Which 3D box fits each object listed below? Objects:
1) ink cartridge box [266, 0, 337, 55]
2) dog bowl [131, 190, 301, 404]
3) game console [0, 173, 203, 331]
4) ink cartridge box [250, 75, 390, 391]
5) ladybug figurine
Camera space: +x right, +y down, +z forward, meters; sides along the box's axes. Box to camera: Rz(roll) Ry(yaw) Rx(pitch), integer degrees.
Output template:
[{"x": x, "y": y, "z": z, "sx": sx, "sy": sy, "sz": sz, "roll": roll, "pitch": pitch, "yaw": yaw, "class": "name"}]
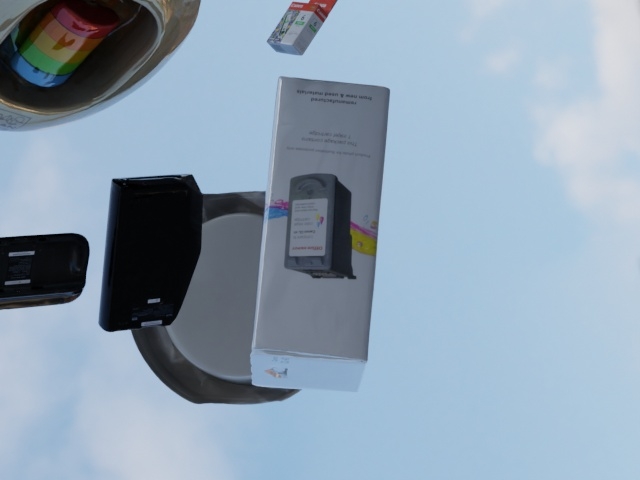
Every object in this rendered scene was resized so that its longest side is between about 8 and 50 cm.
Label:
[{"x": -0.025, "y": -0.328, "z": 2.392, "sx": 0.029, "sy": 0.063, "sz": 0.115, "roll": 43, "pitch": -108, "yaw": -39, "class": "ink cartridge box"}, {"x": -0.114, "y": 0.086, "z": 2.460, "sx": 0.102, "sy": 0.348, "sz": 0.349, "roll": 19, "pitch": -126, "yaw": -76, "class": "dog bowl"}, {"x": -0.323, "y": 0.022, "z": 2.127, "sx": 0.361, "sy": 0.044, "sz": 0.213, "roll": -5, "pitch": -65, "yaw": -31, "class": "game console"}, {"x": 0.000, "y": 0.000, "z": 1.797, "sx": 0.226, "sy": 0.131, "sz": 0.306, "roll": 94, "pitch": 180, "yaw": -76, "class": "ink cartridge box"}, {"x": -0.344, "y": -0.302, "z": 2.144, "sx": 0.305, "sy": 0.449, "sz": 0.162, "roll": 16, "pitch": -129, "yaw": -41, "class": "ladybug figurine"}]
